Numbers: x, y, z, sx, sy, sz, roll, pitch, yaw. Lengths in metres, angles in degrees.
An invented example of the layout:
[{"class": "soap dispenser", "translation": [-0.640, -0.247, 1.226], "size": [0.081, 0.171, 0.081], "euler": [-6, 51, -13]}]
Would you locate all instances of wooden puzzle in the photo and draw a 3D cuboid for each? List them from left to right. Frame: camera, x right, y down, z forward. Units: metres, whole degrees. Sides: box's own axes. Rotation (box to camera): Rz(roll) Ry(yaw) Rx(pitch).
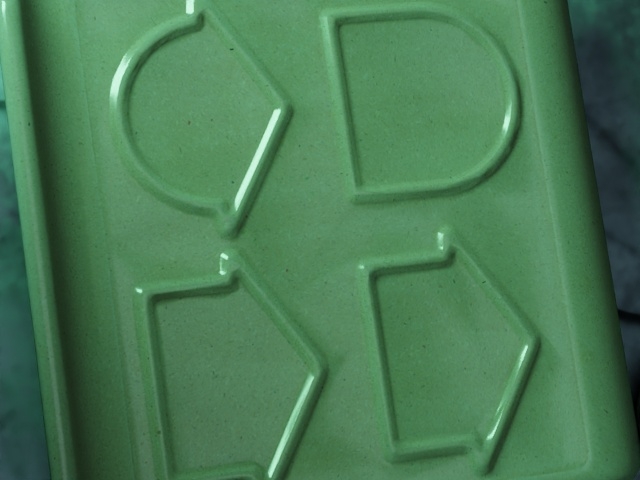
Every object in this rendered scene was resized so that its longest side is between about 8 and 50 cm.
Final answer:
[{"class": "wooden puzzle", "translation": [0.000, 0.000, 0.982], "size": [0.348, 0.080, 0.322], "euler": [-6, 83, -20]}]

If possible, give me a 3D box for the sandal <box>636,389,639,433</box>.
[{"class": "sandal", "translation": [0.313, 0.029, 1.055], "size": [0.303, 0.086, 0.120], "euler": [-34, 96, -2]}]
